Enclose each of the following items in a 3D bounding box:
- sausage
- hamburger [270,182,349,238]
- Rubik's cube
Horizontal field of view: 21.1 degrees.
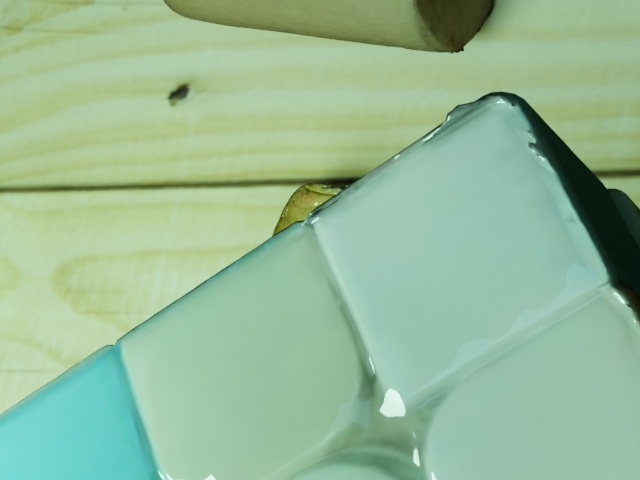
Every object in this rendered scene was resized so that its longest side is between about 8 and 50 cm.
[{"bbox_3d":[-0.007,-0.201,1.197,0.253,0.123,0.123,11,75,34],"label":"sausage"},{"bbox_3d":[0.000,0.000,1.150,0.076,0.044,0.083,14,78,33],"label":"hamburger"},{"bbox_3d":[0.080,0.203,0.825,0.347,0.344,0.346,-32,55,17],"label":"Rubik's cube"}]
